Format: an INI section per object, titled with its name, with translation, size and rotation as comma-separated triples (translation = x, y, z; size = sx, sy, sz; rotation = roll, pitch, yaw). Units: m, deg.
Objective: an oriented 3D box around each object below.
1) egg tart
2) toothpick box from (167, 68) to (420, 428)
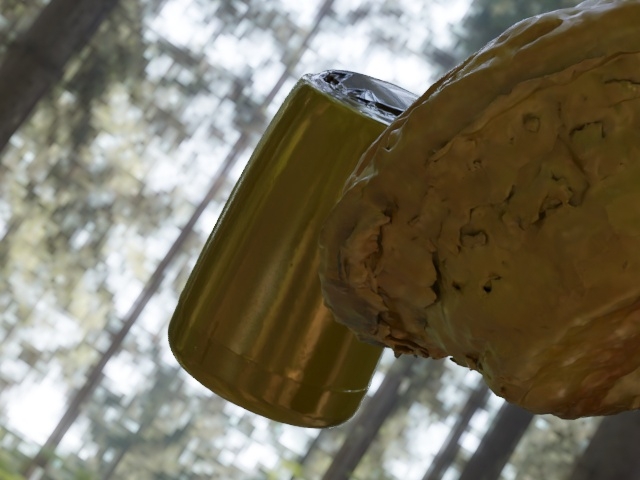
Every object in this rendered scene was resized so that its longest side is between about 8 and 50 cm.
[egg tart]
translation = 0.143, -0.004, 0.794
size = 0.294, 0.294, 0.123
rotation = 75, -5, -63
[toothpick box]
translation = 0.000, 0.000, 1.432
size = 0.175, 0.271, 0.175
rotation = 23, 13, -6
